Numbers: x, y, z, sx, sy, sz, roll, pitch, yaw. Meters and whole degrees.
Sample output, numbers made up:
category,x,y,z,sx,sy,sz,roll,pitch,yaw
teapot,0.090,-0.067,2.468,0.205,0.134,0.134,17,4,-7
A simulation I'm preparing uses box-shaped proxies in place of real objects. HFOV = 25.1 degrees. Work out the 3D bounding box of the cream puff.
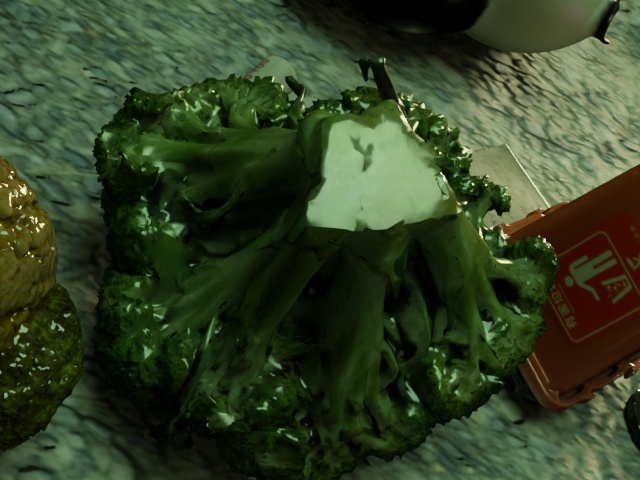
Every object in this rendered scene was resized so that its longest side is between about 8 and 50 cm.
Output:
category,x,y,z,sx,sy,sz,roll,pitch,yaw
cream puff,-0.215,0.050,0.886,0.169,0.183,0.183,48,39,-22

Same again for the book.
category,x,y,z,sx,sy,sz,roll,pitch,yaw
book,0.131,-0.017,1.256,0.199,0.016,0.138,-12,62,-39

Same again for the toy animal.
category,x,y,z,sx,sy,sz,roll,pitch,yaw
toy animal,0.147,-0.293,1.359,0.310,0.251,0.251,23,44,-23

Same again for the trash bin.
category,x,y,z,sx,sy,sz,roll,pitch,yaw
trash bin,0.254,0.013,1.139,0.184,0.239,0.161,-20,78,-44

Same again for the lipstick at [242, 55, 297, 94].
category,x,y,z,sx,sy,sz,roll,pitch,yaw
lipstick,-0.064,-0.108,1.190,0.038,0.038,0.130,38,42,0

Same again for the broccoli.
category,x,y,z,sx,sy,sz,roll,pitch,yaw
broccoli,0.000,0.000,0.968,0.321,0.283,0.303,-17,74,-21

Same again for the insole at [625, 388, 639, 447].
category,x,y,z,sx,sy,sz,roll,pitch,yaw
insole,0.396,0.187,1.259,0.310,0.012,0.110,13,49,-24
